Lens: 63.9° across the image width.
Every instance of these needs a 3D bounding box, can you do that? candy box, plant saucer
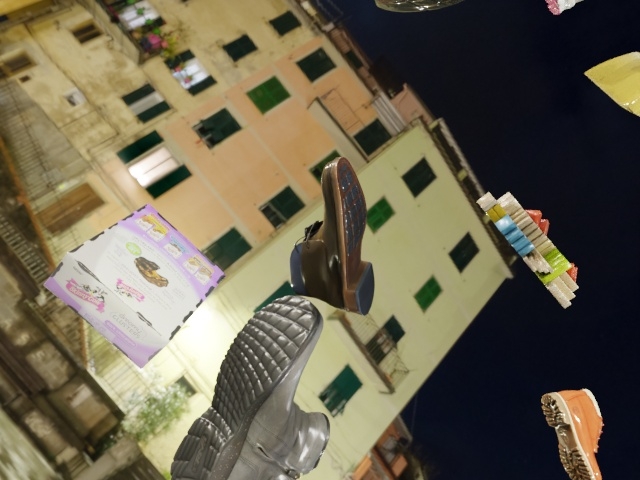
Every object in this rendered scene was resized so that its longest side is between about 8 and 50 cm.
[{"bbox_3d":[-0.246,0.054,0.718,0.165,0.196,0.070,44,-66,-7],"label":"candy box"},{"bbox_3d":[0.667,-0.232,0.903,0.332,0.333,0.081,27,-59,1],"label":"plant saucer"}]

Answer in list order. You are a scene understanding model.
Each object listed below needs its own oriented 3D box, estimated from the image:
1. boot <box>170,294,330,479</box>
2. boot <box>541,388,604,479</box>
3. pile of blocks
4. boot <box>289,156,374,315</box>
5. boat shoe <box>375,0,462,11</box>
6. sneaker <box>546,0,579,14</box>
[{"bbox_3d":[-0.059,0.256,0.791,0.222,0.338,0.118,32,3,-42],"label":"boot"},{"bbox_3d":[0.422,0.316,0.815,0.059,0.084,0.158,122,-42,-67],"label":"boot"},{"bbox_3d":[0.580,0.001,1.375,0.112,0.149,0.362,-40,-97,18],"label":"pile of blocks"},{"bbox_3d":[0.000,0.000,0.632,0.106,0.082,0.219,6,-55,24],"label":"boot"},{"bbox_3d":[0.222,-0.434,0.732,0.122,0.324,0.120,17,58,-78],"label":"boat shoe"},{"bbox_3d":[0.450,-0.542,0.901,0.111,0.103,0.252,-10,-71,15],"label":"sneaker"}]
